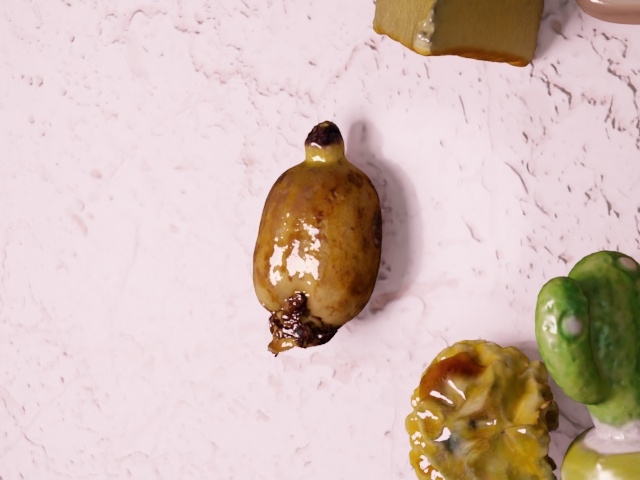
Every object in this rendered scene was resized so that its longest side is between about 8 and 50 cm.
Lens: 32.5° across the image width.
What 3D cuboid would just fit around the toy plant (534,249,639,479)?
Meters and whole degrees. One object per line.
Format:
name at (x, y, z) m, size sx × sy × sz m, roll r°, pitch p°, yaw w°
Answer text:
toy plant at (0.351, 0.166, 1.248) m, size 0.184 × 0.224 × 0.315 m, roll -2°, pitch 103°, yaw 55°

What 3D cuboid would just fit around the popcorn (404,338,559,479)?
popcorn at (0.205, 0.229, 1.352) m, size 0.189 × 0.169 × 0.218 m, roll -10°, pitch 74°, yaw 22°

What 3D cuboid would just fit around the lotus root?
lotus root at (0.000, 0.000, 1.449) m, size 0.169 × 0.141 × 0.314 m, roll 11°, pitch 92°, yaw 24°

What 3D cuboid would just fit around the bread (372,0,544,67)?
bread at (0.120, -0.326, 1.215) m, size 0.245 × 0.362 × 0.233 m, roll 18°, pitch 105°, yaw 23°

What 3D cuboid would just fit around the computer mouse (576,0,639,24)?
computer mouse at (0.397, -0.314, 1.223) m, size 0.237 × 0.082 × 0.145 m, roll -1°, pitch 95°, yaw 27°
